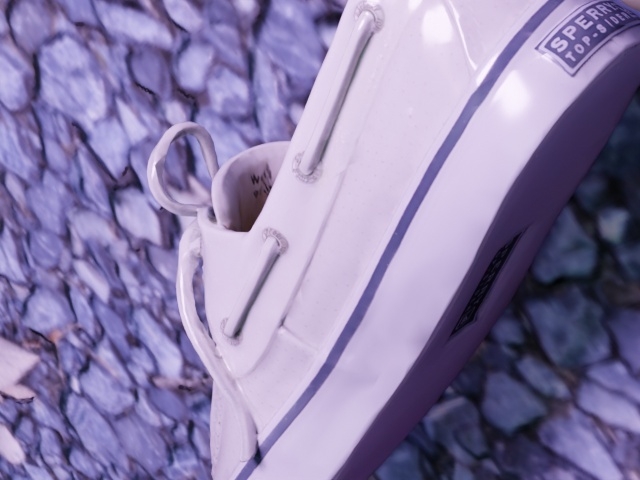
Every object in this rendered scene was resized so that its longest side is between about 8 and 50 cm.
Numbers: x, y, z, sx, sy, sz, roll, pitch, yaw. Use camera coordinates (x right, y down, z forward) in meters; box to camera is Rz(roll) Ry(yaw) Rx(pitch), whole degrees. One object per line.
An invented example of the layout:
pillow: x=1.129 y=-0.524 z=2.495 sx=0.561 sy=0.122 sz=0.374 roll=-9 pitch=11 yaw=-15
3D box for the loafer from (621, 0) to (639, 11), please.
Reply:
loafer: x=0.107 y=-0.196 z=0.486 sx=0.092 sy=0.102 sz=0.268 roll=4 pitch=130 yaw=43

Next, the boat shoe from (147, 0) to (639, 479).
boat shoe: x=-0.005 y=0.003 z=0.717 sx=0.156 sy=0.136 sz=0.367 roll=42 pitch=138 yaw=15
